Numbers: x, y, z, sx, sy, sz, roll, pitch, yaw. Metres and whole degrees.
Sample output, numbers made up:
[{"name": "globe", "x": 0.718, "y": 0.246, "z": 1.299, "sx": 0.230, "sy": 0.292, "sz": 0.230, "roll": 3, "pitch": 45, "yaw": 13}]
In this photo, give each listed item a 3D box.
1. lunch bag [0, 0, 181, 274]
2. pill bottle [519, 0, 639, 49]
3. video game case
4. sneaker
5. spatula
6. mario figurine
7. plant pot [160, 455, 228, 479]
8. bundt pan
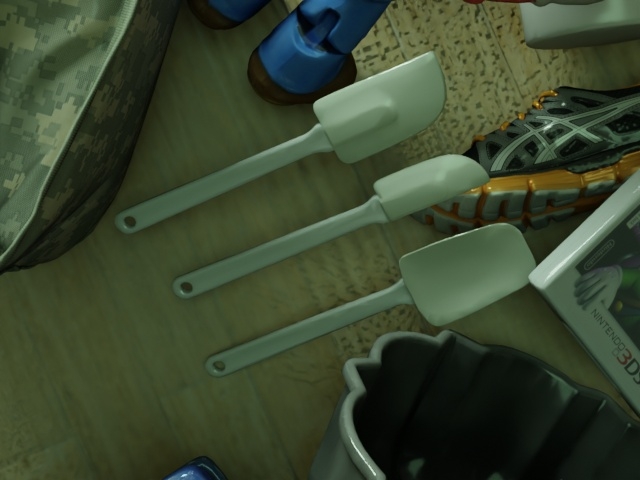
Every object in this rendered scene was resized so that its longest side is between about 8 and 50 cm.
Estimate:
[{"name": "lunch bag", "x": -0.180, "y": -0.116, "z": 0.872, "sx": 0.168, "sy": 0.235, "sz": 0.287, "roll": 14, "pitch": 90, "yaw": -2}, {"name": "pill bottle", "x": 0.171, "y": -0.245, "z": 0.932, "sx": 0.131, "sy": 0.131, "sz": 0.229, "roll": -7, "pitch": 90, "yaw": -1}, {"name": "video game case", "x": 0.246, "y": 0.012, "z": 0.942, "sx": 0.190, "sy": 0.022, "sz": 0.173, "roll": -44, "pitch": 127, "yaw": -1}, {"name": "sneaker", "x": 0.152, "y": -0.059, "z": 0.965, "sx": 0.214, "sy": 0.084, "sz": 0.083, "roll": -11, "pitch": 72, "yaw": -2}, {"name": "spatula", "x": 0.000, "y": 0.000, "z": 0.932, "sx": 0.242, "sy": 0.019, "sz": 0.168, "roll": -23, "pitch": 110, "yaw": 17}, {"name": "mario figurine", "x": 0.068, "y": -0.212, "z": 0.876, "sx": 0.198, "sy": 0.320, "sz": 0.170, "roll": 25, "pitch": 53, "yaw": -29}, {"name": "plant pot", "x": -0.100, "y": 0.282, "z": 0.886, "sx": 0.236, "sy": 0.212, "sz": 0.236, "roll": -35, "pitch": 92, "yaw": -1}, {"name": "bundt pan", "x": 0.127, "y": 0.203, "z": 0.853, "sx": 0.330, "sy": 0.331, "sz": 0.124, "roll": 32, "pitch": 114, "yaw": -1}]
